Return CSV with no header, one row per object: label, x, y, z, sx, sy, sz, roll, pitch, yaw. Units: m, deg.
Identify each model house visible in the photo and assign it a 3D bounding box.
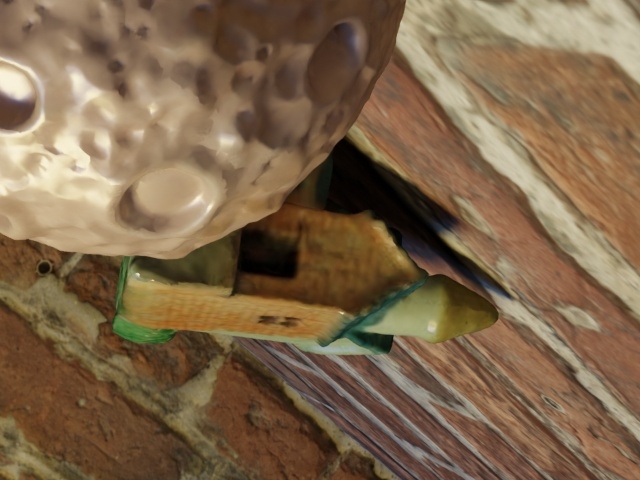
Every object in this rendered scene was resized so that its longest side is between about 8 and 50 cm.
model house,0.000,0.000,1.129,0.325,0.194,0.267,11,163,-9

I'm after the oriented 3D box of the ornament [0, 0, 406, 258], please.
ornament,-0.094,-0.122,0.603,0.225,0.259,0.259,41,167,-27
